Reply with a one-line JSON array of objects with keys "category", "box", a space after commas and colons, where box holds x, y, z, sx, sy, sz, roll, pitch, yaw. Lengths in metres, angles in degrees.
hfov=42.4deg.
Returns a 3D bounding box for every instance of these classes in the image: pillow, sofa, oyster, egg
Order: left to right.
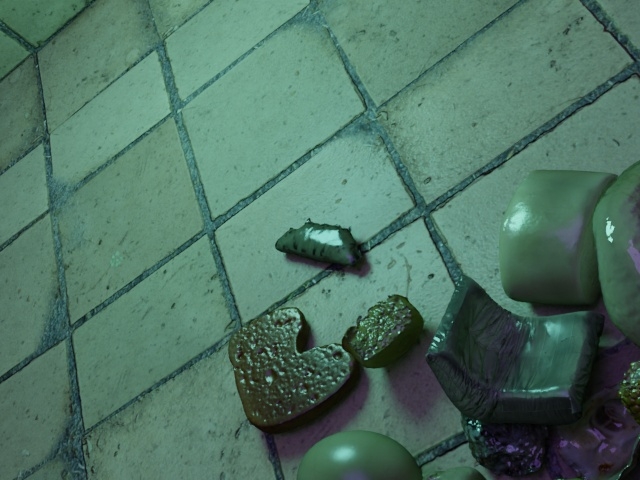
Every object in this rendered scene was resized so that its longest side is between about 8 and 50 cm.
[{"category": "pillow", "box": [0.001, 0.000, 1.798, 0.241, 0.051, 0.093, 11, 77, 41]}, {"category": "egg", "box": [0.064, 0.420, 1.416, 0.242, 0.186, 0.186, -1, 65, 38]}, {"category": "oyster", "box": [0.299, 0.324, 1.386, 0.177, 0.064, 0.125, 12, 67, 41]}, {"category": "sofa", "box": [0.320, 0.172, 1.338, 0.225, 0.176, 0.210, -6, 36, 38]}, {"category": "oyster", "box": [0.472, 0.280, 1.262, 0.232, 0.107, 0.161, -56, 34, 15]}]

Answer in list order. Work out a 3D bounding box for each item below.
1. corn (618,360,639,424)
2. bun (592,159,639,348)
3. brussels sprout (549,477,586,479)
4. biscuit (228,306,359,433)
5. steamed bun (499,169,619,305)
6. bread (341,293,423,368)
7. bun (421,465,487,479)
[{"category": "corn", "box": [0.529, 0.288, 1.134, 0.106, 0.106, 0.293, -42, 82, 10]}, {"category": "bun", "box": [0.550, 0.041, 1.226, 0.213, 0.361, 0.361, 111, 156, -52]}, {"category": "brussels sprout", "box": [0.352, 0.478, 1.137, 0.328, 0.247, 0.328, -14, 59, 26]}, {"category": "biscuit", "box": [-0.057, 0.251, 1.698, 0.262, 0.052, 0.277, -34, 48, 10]}, {"category": "steamed bun", "box": [0.409, -0.014, 1.433, 0.200, 0.155, 0.250, 8, 67, 39]}, {"category": "bread", "box": [0.122, 0.178, 1.559, 0.156, 0.125, 0.086, -41, 55, -4]}, {"category": "bun", "box": [0.181, 0.461, 1.290, 0.116, 0.237, 0.210, 10, 111, 38]}]
